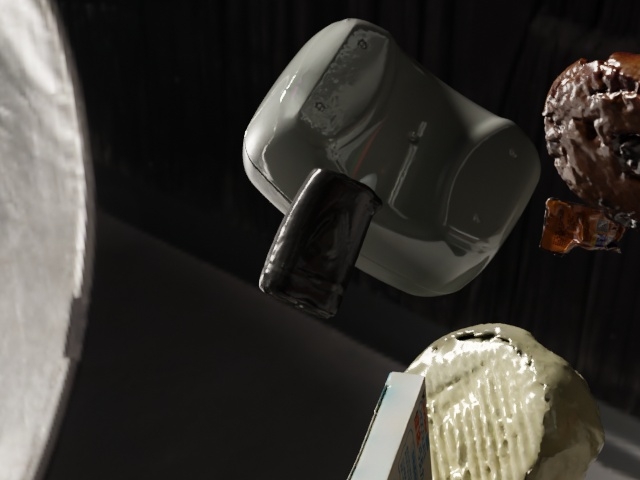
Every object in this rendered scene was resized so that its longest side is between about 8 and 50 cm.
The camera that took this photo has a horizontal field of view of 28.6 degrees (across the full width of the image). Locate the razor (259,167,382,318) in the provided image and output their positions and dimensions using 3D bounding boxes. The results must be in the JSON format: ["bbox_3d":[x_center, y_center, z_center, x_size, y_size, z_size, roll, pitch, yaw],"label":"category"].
[{"bbox_3d":[0.000,0.000,1.294,0.090,0.148,0.054,26,-8,-20],"label":"razor"}]

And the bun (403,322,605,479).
[{"bbox_3d":[0.252,0.298,1.828,0.211,0.359,0.359,28,15,-43],"label":"bun"}]

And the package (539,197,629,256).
[{"bbox_3d":[0.342,-0.011,1.631,0.111,0.077,0.033,10,45,3],"label":"package"}]

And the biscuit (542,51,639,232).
[{"bbox_3d":[0.257,-0.065,0.988,0.049,0.192,0.192,-41,52,-22],"label":"biscuit"}]

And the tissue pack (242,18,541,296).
[{"bbox_3d":[0.076,-0.088,1.533,0.333,0.236,0.229,35,62,-5],"label":"tissue pack"}]

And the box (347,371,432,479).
[{"bbox_3d":[0.070,0.325,1.332,0.048,0.273,0.265,4,33,18],"label":"box"}]
